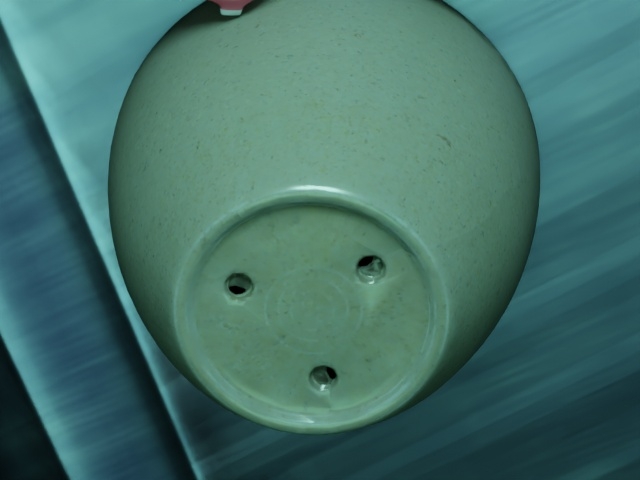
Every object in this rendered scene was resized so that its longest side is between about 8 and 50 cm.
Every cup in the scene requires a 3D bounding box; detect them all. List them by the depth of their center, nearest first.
[{"bbox_3d":[0.000,0.000,0.815,0.331,0.237,0.331,1,114,1],"label":"cup"}]

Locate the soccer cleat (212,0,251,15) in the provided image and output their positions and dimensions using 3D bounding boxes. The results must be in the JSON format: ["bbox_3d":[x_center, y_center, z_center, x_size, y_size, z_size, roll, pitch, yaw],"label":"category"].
[{"bbox_3d":[-0.142,-0.223,0.770,0.248,0.083,0.095,16,134,-6],"label":"soccer cleat"}]
